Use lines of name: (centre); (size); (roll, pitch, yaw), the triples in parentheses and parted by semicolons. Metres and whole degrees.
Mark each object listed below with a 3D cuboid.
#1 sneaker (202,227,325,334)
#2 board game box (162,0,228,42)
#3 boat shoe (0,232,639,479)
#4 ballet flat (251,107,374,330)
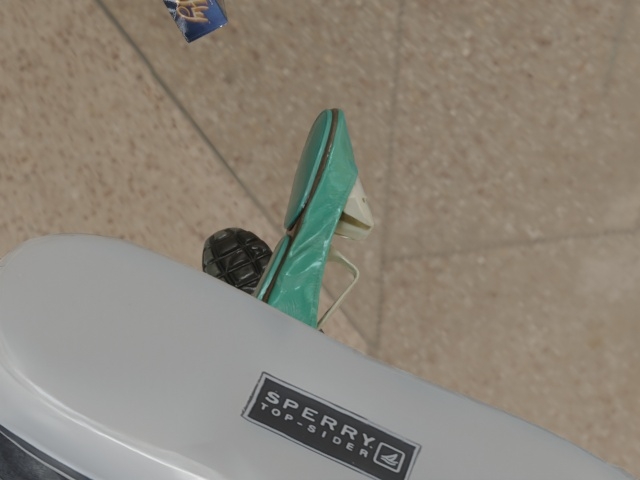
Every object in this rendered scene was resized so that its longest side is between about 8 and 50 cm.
sneaker: (-0.078, 0.100, 2.122); (0.101, 0.267, 0.106); (-25, 151, -15)
board game box: (-0.146, -0.299, 1.425); (0.042, 0.243, 0.165); (-26, 123, 8)
boat shoe: (0.013, 0.111, 0.520); (0.301, 0.108, 0.102); (27, 133, 3)
ballet flat: (0.000, 0.000, 1.462); (0.087, 0.083, 0.247); (24, 68, -11)
